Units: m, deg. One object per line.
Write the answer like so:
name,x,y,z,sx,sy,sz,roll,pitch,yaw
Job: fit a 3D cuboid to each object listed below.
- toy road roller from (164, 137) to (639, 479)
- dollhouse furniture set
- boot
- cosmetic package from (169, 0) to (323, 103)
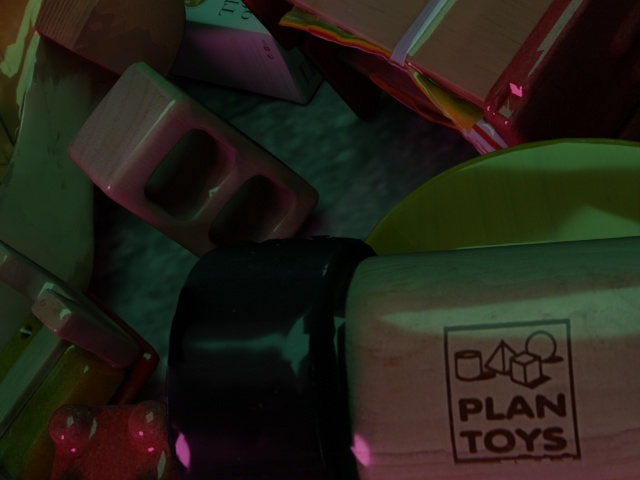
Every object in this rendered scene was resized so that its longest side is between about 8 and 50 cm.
toy road roller,0.096,0.131,0.508,0.202,0.240,0.329,-5,88,20
dollhouse furniture set,0.000,0.000,0.688,0.201,0.152,0.374,36,90,40
boot,-0.184,-0.038,0.818,0.295,0.104,0.211,-58,29,0
cosmetic package,0.001,-0.191,0.876,0.099,0.060,0.239,13,59,33
